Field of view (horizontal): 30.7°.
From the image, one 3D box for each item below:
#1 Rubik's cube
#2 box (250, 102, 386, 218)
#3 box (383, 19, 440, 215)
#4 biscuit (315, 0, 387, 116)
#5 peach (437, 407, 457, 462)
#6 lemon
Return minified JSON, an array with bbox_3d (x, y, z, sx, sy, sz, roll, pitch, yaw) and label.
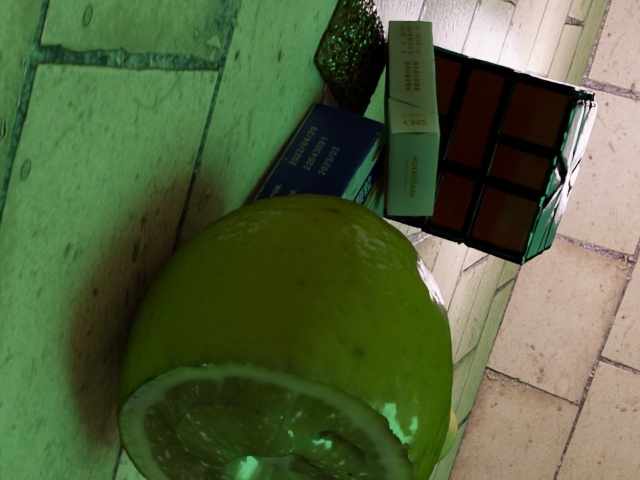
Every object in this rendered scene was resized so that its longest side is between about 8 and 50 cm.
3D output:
[{"bbox_3d":[0.267,-0.144,1.888,0.288,0.283,0.293,-17,127,-68],"label":"Rubik's cube"},{"bbox_3d":[0.000,0.000,1.522,0.299,0.106,0.200,90,24,-52],"label":"box"},{"bbox_3d":[0.118,-0.163,1.544,0.149,0.067,0.233,86,4,-46],"label":"box"},{"bbox_3d":[0.048,-0.243,1.535,0.231,0.025,0.131,48,63,-71],"label":"biscuit"},{"bbox_3d":[0.204,0.407,2.505,0.184,0.184,0.184,-57,159,-36],"label":"peach"},{"bbox_3d":[-0.025,0.112,1.206,0.364,0.364,0.364,-57,159,-36],"label":"lemon"}]
